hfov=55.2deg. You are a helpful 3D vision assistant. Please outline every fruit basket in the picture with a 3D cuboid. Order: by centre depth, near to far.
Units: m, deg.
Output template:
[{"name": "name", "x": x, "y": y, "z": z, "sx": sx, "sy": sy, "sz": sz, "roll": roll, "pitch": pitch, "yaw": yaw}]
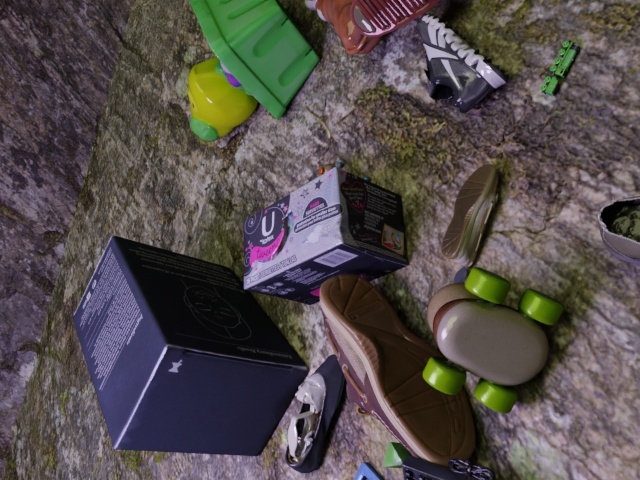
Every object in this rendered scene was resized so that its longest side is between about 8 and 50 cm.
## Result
[{"name": "fruit basket", "x": -0.217, "y": -0.418, "z": 1.441, "sx": 0.392, "sy": 0.283, "sz": 0.392, "roll": -19, "pitch": 52, "yaw": 26}]

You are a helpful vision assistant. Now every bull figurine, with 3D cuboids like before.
[{"name": "bull figurine", "x": 0.068, "y": -0.492, "z": 1.236, "sx": 0.188, "sy": 0.101, "sz": 0.310, "roll": -46, "pitch": 44, "yaw": 25}]

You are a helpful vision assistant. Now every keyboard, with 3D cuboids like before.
[{"name": "keyboard", "x": 0.182, "y": 0.313, "z": 0.741, "sx": 0.180, "sy": 0.023, "sz": 0.108, "roll": 8, "pitch": 114, "yaw": 35}]

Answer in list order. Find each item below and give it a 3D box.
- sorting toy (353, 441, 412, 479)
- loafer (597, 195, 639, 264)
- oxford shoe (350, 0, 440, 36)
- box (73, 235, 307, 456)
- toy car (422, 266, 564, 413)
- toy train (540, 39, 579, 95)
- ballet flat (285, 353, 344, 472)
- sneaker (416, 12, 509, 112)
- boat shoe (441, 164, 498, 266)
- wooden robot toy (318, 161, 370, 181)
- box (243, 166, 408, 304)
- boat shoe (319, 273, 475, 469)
[{"name": "sorting toy", "x": 0.132, "y": 0.427, "z": 0.808, "sx": 0.196, "sy": 0.047, "sz": 0.348, "roll": -55, "pitch": 41, "yaw": 18}, {"name": "loafer", "x": 0.404, "y": 0.000, "z": 0.636, "sx": 0.251, "sy": 0.087, "sz": 0.094, "roll": 8, "pitch": 81, "yaw": 51}, {"name": "oxford shoe", "x": 0.203, "y": -0.483, "z": 1.060, "sx": 0.348, "sy": 0.123, "sz": 0.130, "roll": -36, "pitch": 4, "yaw": 22}, {"name": "box", "x": -0.266, "y": 0.197, "z": 1.182, "sx": 0.395, "sy": 0.293, "sz": 0.212, "roll": 42, "pitch": 108, "yaw": 50}, {"name": "toy car", "x": 0.205, "y": 0.109, "z": 0.826, "sx": 0.188, "sy": 0.148, "sz": 0.155, "roll": -118, "pitch": 51, "yaw": -75}, {"name": "toy train", "x": 0.343, "y": -0.245, "z": 0.873, "sx": 0.023, "sy": 0.017, "sz": 0.083, "roll": 33, "pitch": 100, "yaw": 41}, {"name": "ballet flat", "x": -0.014, "y": 0.288, "z": 1.023, "sx": 0.074, "sy": 0.074, "sz": 0.203, "roll": 10, "pitch": 82, "yaw": 51}, {"name": "sneaker", "x": 0.204, "y": -0.291, "z": 1.008, "sx": 0.106, "sy": 0.078, "sz": 0.234, "roll": -49, "pitch": 45, "yaw": 21}, {"name": "boat shoe", "x": 0.229, "y": -0.037, "z": 0.903, "sx": 0.056, "sy": 0.048, "sz": 0.153, "roll": 4, "pitch": 71, "yaw": 63}, {"name": "wooden robot toy", "x": 0.029, "y": -0.107, "z": 1.135, "sx": 0.173, "sy": 0.079, "sz": 0.076, "roll": 37, "pitch": 103, "yaw": 51}, {"name": "box", "x": 0.000, "y": 0.000, "z": 1.054, "sx": 0.247, "sy": 0.163, "sz": 0.142, "roll": -27, "pitch": 56, "yaw": 40}, {"name": "boat shoe", "x": 0.097, "y": 0.203, "z": 0.914, "sx": 0.342, "sy": 0.123, "sz": 0.123, "roll": 50, "pitch": 144, "yaw": 36}]
